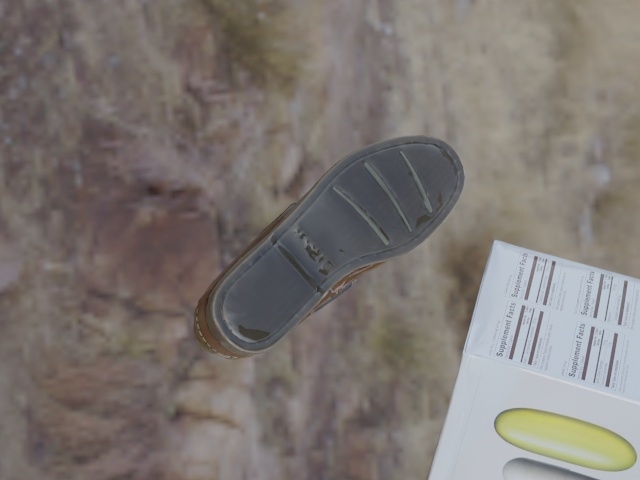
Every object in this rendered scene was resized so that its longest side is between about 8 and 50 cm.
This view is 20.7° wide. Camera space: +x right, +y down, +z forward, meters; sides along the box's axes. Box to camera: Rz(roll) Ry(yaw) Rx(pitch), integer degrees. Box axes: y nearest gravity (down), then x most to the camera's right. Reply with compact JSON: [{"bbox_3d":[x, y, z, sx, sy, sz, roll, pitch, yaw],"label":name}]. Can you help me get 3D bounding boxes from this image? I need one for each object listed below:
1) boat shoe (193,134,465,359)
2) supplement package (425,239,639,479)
[{"bbox_3d":[0.000,0.000,1.672,0.307,0.104,0.111,-34,93,-22],"label":"boat shoe"},{"bbox_3d":[0.191,0.139,1.269,0.149,0.203,0.194,-66,170,-54],"label":"supplement package"}]
